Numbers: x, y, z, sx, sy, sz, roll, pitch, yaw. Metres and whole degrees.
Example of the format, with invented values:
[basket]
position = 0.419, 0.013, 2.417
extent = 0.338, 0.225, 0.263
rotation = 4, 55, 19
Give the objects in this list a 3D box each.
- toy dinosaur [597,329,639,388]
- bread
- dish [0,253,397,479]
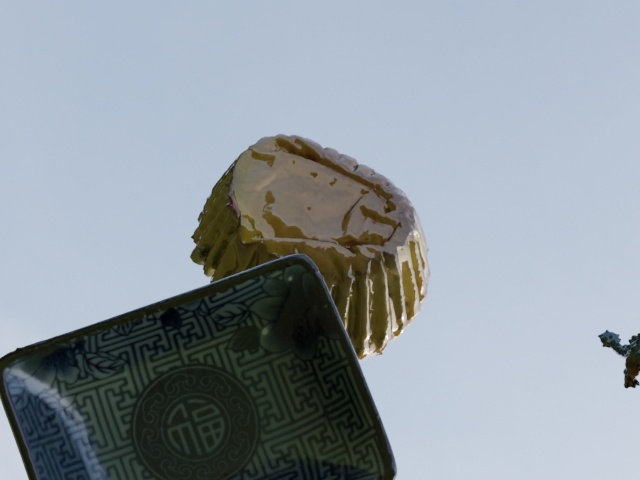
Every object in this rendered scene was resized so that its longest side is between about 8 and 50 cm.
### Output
[toy dinosaur]
position = 0.299, 0.107, 1.454
extent = 0.154, 0.049, 0.055
rotation = 22, -55, 64
[bread]
position = 0.000, 0.000, 1.738
extent = 0.274, 0.274, 0.149
rotation = 39, -37, 9
[dish]
position = -0.089, 0.134, 1.135
extent = 0.080, 0.243, 0.181
rotation = 120, -50, -71
